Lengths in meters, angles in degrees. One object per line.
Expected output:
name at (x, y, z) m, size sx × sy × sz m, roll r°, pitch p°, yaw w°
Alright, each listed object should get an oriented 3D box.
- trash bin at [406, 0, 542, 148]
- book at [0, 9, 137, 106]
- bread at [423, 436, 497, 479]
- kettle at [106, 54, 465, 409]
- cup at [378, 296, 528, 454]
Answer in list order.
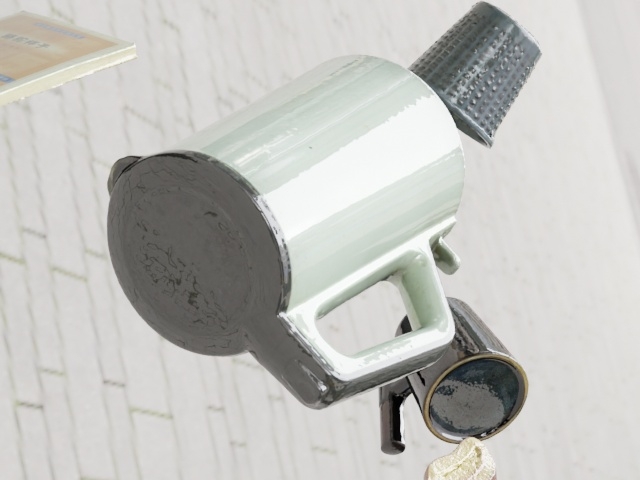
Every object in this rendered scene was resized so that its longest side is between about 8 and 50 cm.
trash bin at (0.222, -0.242, 1.967) m, size 0.175 × 0.161 × 0.175 m, roll 39°, pitch 1°, yaw -1°
book at (-0.316, -0.166, 1.306) m, size 0.241 × 0.170 × 0.018 m, roll -30°, pitch 131°, yaw -45°
bread at (0.179, 0.311, 1.743) m, size 0.119 × 0.067 × 0.192 m, roll -49°, pitch 153°, yaw -16°
kettle at (0.000, 0.000, 1.512) m, size 0.361 × 0.250 × 0.376 m, roll 50°, pitch 37°, yaw 7°
cup at (0.170, 0.204, 2.103) m, size 0.166 × 0.239 × 0.177 m, roll 66°, pitch -3°, yaw -36°
